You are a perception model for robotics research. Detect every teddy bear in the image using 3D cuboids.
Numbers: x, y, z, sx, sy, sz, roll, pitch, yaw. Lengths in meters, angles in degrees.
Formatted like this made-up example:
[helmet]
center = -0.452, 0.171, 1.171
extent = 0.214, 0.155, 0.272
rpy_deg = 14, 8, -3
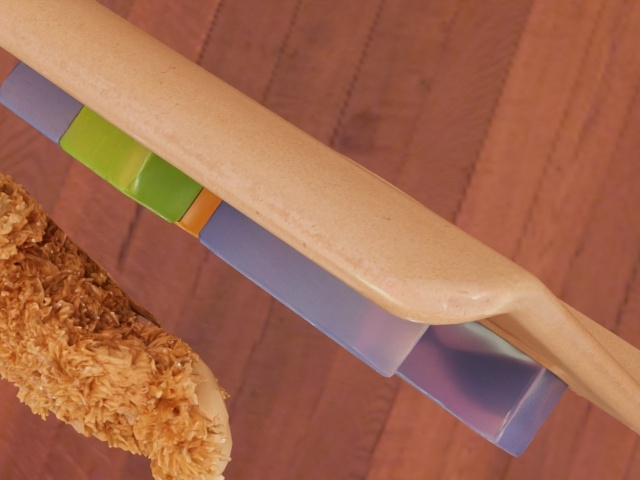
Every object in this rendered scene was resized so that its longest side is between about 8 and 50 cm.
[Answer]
[teddy bear]
center = -0.184, 0.049, 0.902
extent = 0.338, 0.245, 0.113
rpy_deg = 44, 78, -5

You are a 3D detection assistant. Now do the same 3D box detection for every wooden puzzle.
[wooden puzzle]
center = 0.000, 0.000, 0.691
extent = 0.080, 0.322, 0.348
rpy_deg = -58, 151, 3
